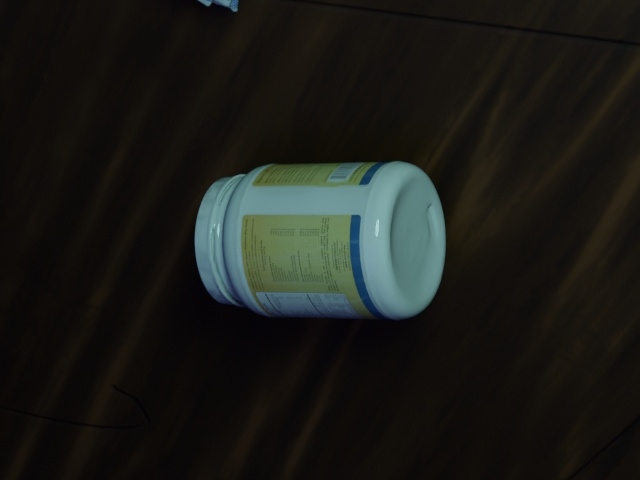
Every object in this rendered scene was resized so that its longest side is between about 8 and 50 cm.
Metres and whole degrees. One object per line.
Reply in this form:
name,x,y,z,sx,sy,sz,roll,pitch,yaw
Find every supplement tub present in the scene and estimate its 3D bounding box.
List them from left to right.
supplement tub,0.000,0.000,1.742,0.199,0.144,0.144,0,122,29

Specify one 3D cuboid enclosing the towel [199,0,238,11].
towel,-0.131,-0.355,1.638,0.209,0.034,0.285,27,129,12
